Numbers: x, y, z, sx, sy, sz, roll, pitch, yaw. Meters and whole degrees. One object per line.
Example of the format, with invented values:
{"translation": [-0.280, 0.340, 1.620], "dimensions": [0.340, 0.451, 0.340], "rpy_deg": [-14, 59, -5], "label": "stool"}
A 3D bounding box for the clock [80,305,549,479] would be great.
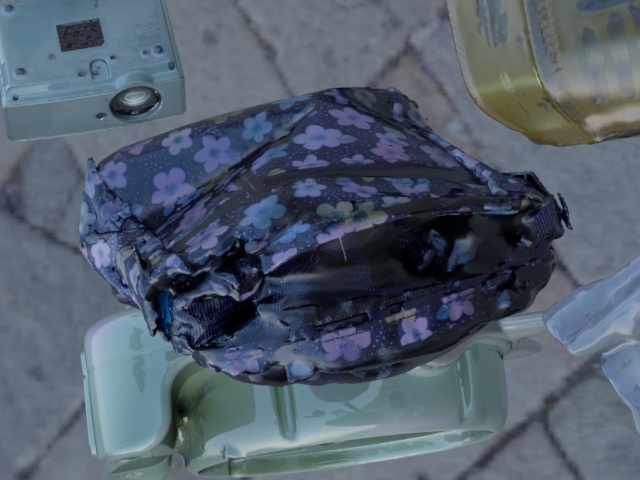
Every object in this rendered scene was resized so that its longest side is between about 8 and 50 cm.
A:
{"translation": [0.005, 0.096, 1.214], "dimensions": [0.324, 0.265, 0.109], "rpy_deg": [-7, 77, -3], "label": "clock"}

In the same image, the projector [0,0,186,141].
{"translation": [-0.192, -0.150, 1.450], "dimensions": [0.061, 0.147, 0.115], "rpy_deg": [94, 163, -57], "label": "projector"}

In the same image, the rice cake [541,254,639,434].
{"translation": [0.156, 0.099, 0.382], "dimensions": [0.270, 0.049, 0.055], "rpy_deg": [45, 112, 12], "label": "rice cake"}

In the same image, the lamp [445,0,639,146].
{"translation": [0.122, -0.132, 0.681], "dimensions": [0.161, 0.161, 0.185], "rpy_deg": [-4, 94, 40], "label": "lamp"}

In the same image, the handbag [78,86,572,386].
{"translation": [0.000, 0.000, 0.931], "dimensions": [0.208, 0.228, 0.127], "rpy_deg": [-135, 34, -59], "label": "handbag"}
